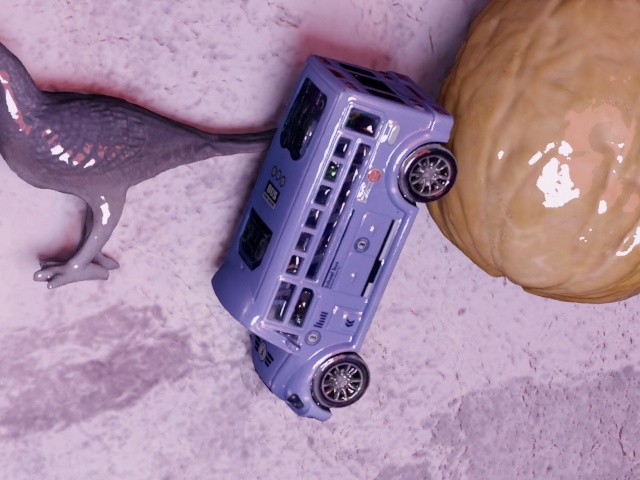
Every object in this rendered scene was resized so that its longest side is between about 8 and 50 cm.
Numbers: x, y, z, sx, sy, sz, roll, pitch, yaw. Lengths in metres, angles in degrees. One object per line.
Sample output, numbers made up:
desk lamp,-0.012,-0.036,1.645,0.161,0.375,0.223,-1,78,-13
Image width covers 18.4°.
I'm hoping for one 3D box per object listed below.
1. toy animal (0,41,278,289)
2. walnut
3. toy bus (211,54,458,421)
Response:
toy animal,-0.179,-0.057,1.634,0.367,0.081,0.206,17,93,-28
walnut,0.232,-0.102,1.703,0.277,0.252,0.313,24,88,-22
toy bus,0.000,0.000,1.658,0.133,0.125,0.292,14,108,-26
